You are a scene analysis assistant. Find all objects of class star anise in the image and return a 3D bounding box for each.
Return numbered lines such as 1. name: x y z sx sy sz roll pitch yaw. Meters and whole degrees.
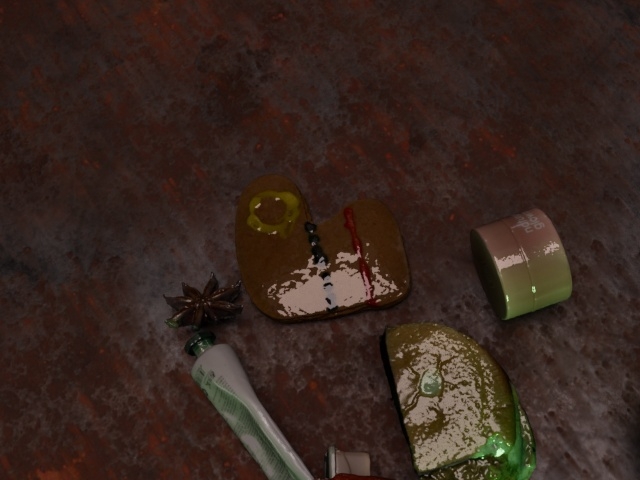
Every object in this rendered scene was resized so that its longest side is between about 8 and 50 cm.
1. star anise: -0.185 0.102 1.473 0.141 0.042 0.141 -5 35 3

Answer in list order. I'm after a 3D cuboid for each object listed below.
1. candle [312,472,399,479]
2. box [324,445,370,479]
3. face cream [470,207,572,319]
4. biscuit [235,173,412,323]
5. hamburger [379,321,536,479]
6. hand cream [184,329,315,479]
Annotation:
1. candle: 0.059 0.340 1.245 0.162 0.053 0.048 3 108 21
2. box: 0.039 0.361 1.340 0.062 0.089 0.122 0 68 -6
3. face cream: 0.302 0.035 1.408 0.104 0.149 0.149 -19 67 -3
4. biscuit: 0.000 -0.001 1.506 0.277 0.052 0.262 -7 68 3
5. hamburger: 0.201 0.248 1.322 0.192 0.167 0.288 -12 68 0
6. hand cream: -0.096 0.276 1.378 0.076 0.121 0.336 -23 62 -31
